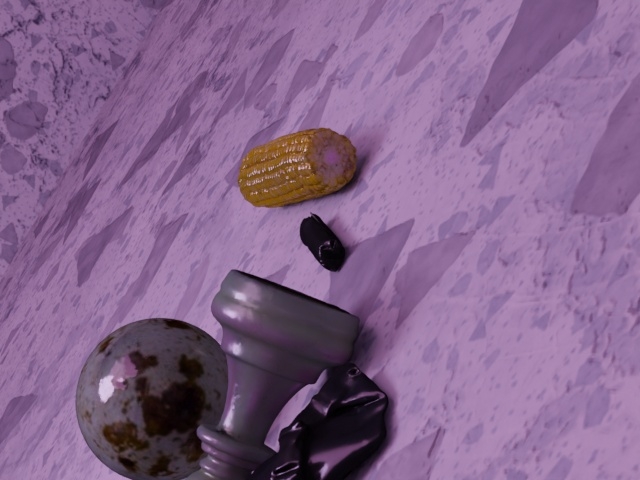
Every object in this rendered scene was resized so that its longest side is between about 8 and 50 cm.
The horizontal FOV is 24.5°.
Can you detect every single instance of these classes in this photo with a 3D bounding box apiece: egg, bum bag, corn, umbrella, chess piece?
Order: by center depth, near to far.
[{"bbox_3d":[-0.035,0.215,1.261,0.248,0.060,0.123,-54,17,6],"label":"bum bag"},{"bbox_3d":[-0.072,0.172,1.360,0.272,0.139,0.139,-68,18,-1],"label":"chess piece"},{"bbox_3d":[-0.171,0.167,1.525,0.169,0.169,0.231,-63,11,-18],"label":"egg"},{"bbox_3d":[-0.001,0.002,1.582,0.036,0.031,0.133,-53,17,6],"label":"umbrella"},{"bbox_3d":[-0.032,-0.084,1.731,0.081,0.081,0.248,-62,18,-15],"label":"corn"}]
